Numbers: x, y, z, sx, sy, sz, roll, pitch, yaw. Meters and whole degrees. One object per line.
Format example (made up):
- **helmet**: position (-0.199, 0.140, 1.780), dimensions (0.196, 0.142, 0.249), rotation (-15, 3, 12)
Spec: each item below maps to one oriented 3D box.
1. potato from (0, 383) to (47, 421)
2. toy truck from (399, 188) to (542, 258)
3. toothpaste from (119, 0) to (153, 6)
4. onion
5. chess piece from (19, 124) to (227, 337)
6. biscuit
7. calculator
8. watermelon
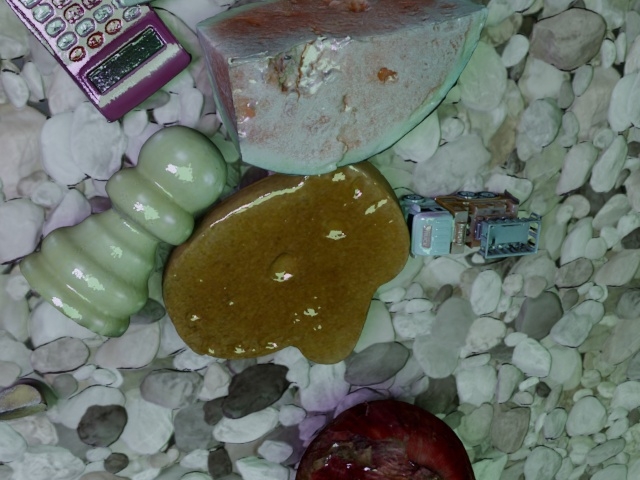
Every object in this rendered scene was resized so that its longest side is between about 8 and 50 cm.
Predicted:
- **potato**: position (-0.400, 0.213, 0.822), dimensions (0.093, 0.036, 0.037), rotation (-16, 152, 9)
- **toy truck**: position (0.200, -0.018, 0.870), dimensions (0.178, 0.115, 0.080), rotation (-4, 111, -14)
- **toothpaste**: position (-0.231, -0.441, 0.613), dimensions (0.099, 0.061, 0.392), rotation (-31, 119, -27)
- **onion**: position (0.097, 0.369, 0.900), dimensions (0.276, 0.276, 0.276), rotation (-6, 111, -15)
- **chess piece**: position (-0.213, -0.025, 0.740), dimensions (0.144, 0.144, 0.251), rotation (41, 88, -25)
- **biscuit**: position (-0.033, 0.048, 0.839), dimensions (0.344, 0.057, 0.287), rotation (-33, 117, 7)
- **calculator**: position (-0.250, -0.244, 0.696), dimensions (0.127, 0.034, 0.190), rotation (-37, 110, 0)
- **watermelon**: position (0.029, -0.202, 0.704), dimensions (0.305, 0.180, 0.223), rotation (-19, 92, -15)
